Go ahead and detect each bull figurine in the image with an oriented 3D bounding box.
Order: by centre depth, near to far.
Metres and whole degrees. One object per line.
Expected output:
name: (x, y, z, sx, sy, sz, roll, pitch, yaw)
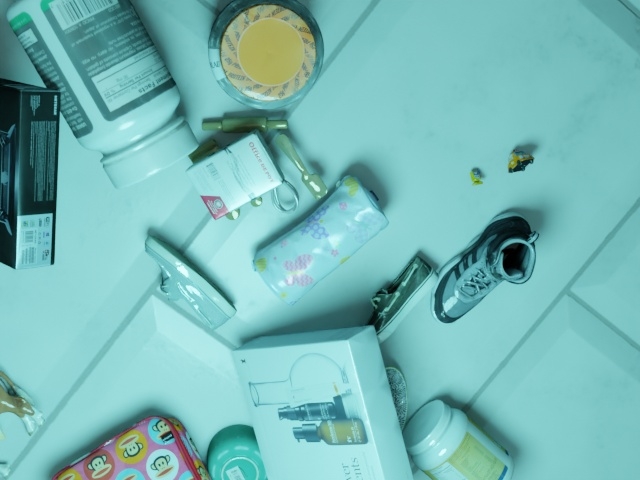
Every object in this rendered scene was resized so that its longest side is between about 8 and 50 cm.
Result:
bull figurine: (-0.673, 0.394, 1.946, 0.188, 0.101, 0.310, 30, 100, -15)

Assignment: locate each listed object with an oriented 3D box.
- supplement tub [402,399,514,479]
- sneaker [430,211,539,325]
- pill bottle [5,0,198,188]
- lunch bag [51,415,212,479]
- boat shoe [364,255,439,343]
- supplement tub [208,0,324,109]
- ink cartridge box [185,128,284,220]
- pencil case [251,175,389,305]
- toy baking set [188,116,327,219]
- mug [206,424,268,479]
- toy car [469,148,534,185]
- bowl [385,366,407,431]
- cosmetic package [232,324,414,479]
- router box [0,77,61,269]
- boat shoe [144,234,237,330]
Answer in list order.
supplement tub: (0.274, 0.430, 2.026, 0.200, 0.144, 0.144, 42, 96, -12)
sneaker: (0.317, 0.066, 1.942, 0.101, 0.153, 0.268, 38, 96, -12)
pill bottle: (-0.374, -0.285, 1.765, 0.204, 0.204, 0.361, -27, 104, 1)
lunch bag: (-0.354, 0.507, 1.944, 0.293, 0.120, 0.258, -32, 74, 3)
boat shoe: (0.135, 0.124, 1.981, 0.070, 0.078, 0.219, 43, 87, -14)
supplement tub: (-0.097, -0.329, 1.726, 0.194, 0.316, 0.193, -1, 103, -5)
ink cartridge box: (-0.155, -0.123, 1.864, 0.150, 0.063, 0.109, -28, 101, 10)
pencil case: (0.000, 0.000, 1.916, 0.273, 0.113, 0.124, -41, 98, 4)
toy baking set: (-0.119, -0.140, 1.907, 0.256, 0.030, 0.196, -5, 105, 5)
mug: (-0.149, 0.450, 2.011, 0.158, 0.097, 0.129, 18, 100, -9)
toy car: (0.349, -0.148, 1.949, 0.122, 0.060, 0.040, -15, 72, -9)
bowl: (0.099, 0.332, 2.003, 0.080, 0.170, 0.170, 4, 106, 34)
cosmetic package: (0.010, 0.362, 1.910, 0.284, 0.097, 0.377, -10, 98, 39)
router box: (-0.560, -0.126, 1.769, 0.081, 0.243, 0.308, -7, 108, -46)
boat shoe: (-0.263, 0.087, 1.926, 0.081, 0.079, 0.227, -45, 106, 1)
